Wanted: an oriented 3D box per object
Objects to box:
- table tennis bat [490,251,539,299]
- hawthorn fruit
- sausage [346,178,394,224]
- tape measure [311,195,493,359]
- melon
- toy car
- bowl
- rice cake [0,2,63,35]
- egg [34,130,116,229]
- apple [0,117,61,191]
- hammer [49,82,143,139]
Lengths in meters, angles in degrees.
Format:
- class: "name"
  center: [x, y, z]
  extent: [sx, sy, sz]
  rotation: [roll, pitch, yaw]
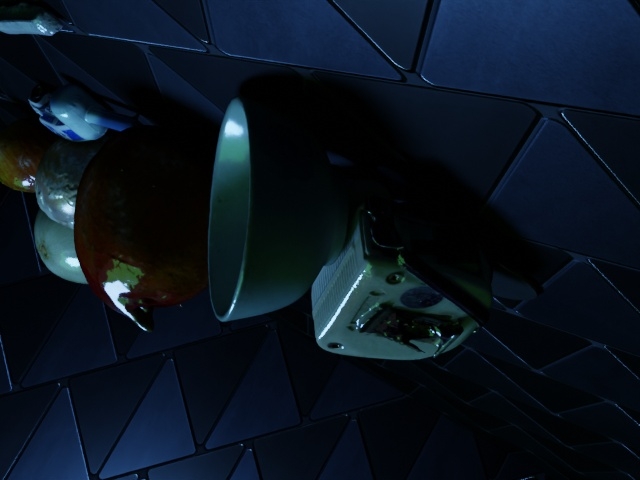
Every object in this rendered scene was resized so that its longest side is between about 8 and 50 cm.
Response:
- class: "table tennis bat"
  center: [0.210, 0.044, 1.719]
  extent: [0.173, 0.022, 0.301]
  rotation: [32, 169, -17]
- class: "hawthorn fruit"
  center: [-0.265, -0.038, 1.885]
  extent: [0.295, 0.311, 0.295]
  rotation: [41, 169, 10]
- class: "sausage"
  center: [-0.002, -0.045, 1.689]
  extent: [0.093, 0.093, 0.312]
  rotation: [34, 169, -22]
- class: "tape measure"
  center: [0.128, 0.060, 1.526]
  extent: [0.231, 0.133, 0.271]
  rotation: [6, 142, -16]
- class: "melon"
  center: [-0.456, -0.036, 2.472]
  extent: [0.271, 0.308, 0.272]
  rotation: [12, 133, 13]
- class: "toy car"
  center: [-0.470, -0.229, 2.164]
  extent: [0.170, 0.070, 0.080]
  rotation: [23, 167, 36]
- class: "bowl"
  center: [-0.050, -0.037, 1.489]
  extent: [0.146, 0.289, 0.289]
  rotation: [3, 176, -15]
- class: "rice cake"
  center: [-0.435, -0.323, 1.719]
  extent: [0.047, 0.036, 0.206]
  rotation: [22, 176, -34]
- class: "egg"
  center: [-0.445, -0.116, 2.242]
  extent: [0.203, 0.203, 0.245]
  rotation: [29, -160, 6]
- class: "apple"
  center: [-0.608, -0.179, 2.534]
  extent: [0.173, 0.160, 0.195]
  rotation: [39, -148, 23]
- class: "hammer"
  center: [-0.371, -0.210, 2.010]
  extent: [0.194, 0.069, 0.116]
  rotation: [17, 163, 35]
